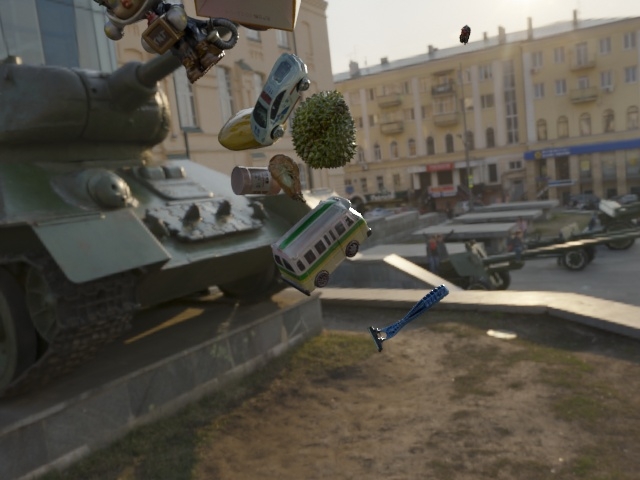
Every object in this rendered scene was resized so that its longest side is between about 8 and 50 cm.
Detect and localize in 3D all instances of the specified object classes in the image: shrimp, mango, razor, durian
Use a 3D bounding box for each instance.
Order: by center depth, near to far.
[{"bbox_3d":[0.246,0.205,1.457,0.253,0.082,0.042,-40,-40,15],"label":"razor"},{"bbox_3d":[0.010,-0.326,1.571,0.199,0.237,0.176,-5,10,17],"label":"durian"},{"bbox_3d":[-0.100,-0.196,1.715,0.091,0.184,0.043,-28,15,2],"label":"shrimp"},{"bbox_3d":[-0.210,-0.364,1.725,0.195,0.143,0.332,-15,16,9],"label":"mango"}]

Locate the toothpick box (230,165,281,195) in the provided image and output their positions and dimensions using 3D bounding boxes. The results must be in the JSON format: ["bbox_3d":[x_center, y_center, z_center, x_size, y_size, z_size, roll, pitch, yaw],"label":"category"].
[{"bbox_3d":[-0.216,-0.202,1.793,0.148,0.099,0.098,-4,4,-35],"label":"toothpick box"}]

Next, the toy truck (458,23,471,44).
[{"bbox_3d":[0.421,-0.599,1.539,0.024,0.032,0.083,-33,-13,1],"label":"toy truck"}]

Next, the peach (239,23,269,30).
[{"bbox_3d":[-0.224,-0.849,1.802,0.252,0.253,0.252,-6,6,1],"label":"peach"}]

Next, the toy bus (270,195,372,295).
[{"bbox_3d":[0.000,0.000,1.647,0.305,0.179,0.143,-42,40,-20],"label":"toy bus"}]

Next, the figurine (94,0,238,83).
[{"bbox_3d":[-0.411,-0.555,1.272,0.261,0.382,0.186,-37,18,16],"label":"figurine"}]

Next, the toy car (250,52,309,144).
[{"bbox_3d":[-0.096,-0.302,1.141,0.056,0.205,0.095,6,36,-47],"label":"toy car"}]

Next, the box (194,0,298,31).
[{"bbox_3d":[-0.187,-0.750,1.418,0.283,0.214,0.260,8,-30,-1],"label":"box"}]
